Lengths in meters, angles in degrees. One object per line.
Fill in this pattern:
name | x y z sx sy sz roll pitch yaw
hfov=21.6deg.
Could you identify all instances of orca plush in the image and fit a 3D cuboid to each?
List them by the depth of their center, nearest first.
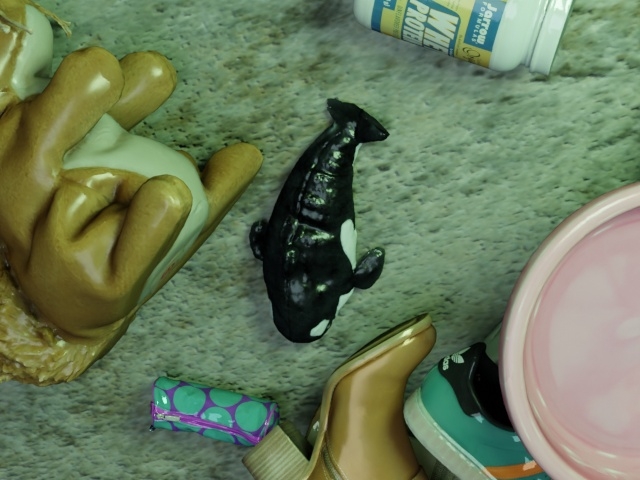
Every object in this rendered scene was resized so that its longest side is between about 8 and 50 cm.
orca plush | 0.000 0.000 1.801 0.151 0.102 0.287 30 118 1

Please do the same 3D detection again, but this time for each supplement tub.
supplement tub | 0.145 -0.248 1.622 0.200 0.144 0.144 19 117 8

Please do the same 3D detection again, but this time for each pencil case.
pencil case | -0.123 0.204 1.948 0.152 0.070 0.064 11 116 10

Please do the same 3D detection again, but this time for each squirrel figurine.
squirrel figurine | -0.321 -0.062 1.779 0.370 0.281 0.397 39 116 4

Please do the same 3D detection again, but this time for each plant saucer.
plant saucer | 0.325 0.099 1.624 0.332 0.084 0.332 -2 101 -12

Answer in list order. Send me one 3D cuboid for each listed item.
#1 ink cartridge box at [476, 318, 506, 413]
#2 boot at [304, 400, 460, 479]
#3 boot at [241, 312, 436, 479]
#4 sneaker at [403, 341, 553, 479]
ink cartridge box | 0.301 0.179 1.788 0.273 0.114 0.197 39 119 -2
boot | 0.057 0.326 1.936 0.203 0.095 0.262 20 108 7
boot | 0.076 0.235 1.811 0.283 0.109 0.220 -44 84 10
sneaker | 0.232 0.225 1.702 0.302 0.108 0.121 38 124 0
